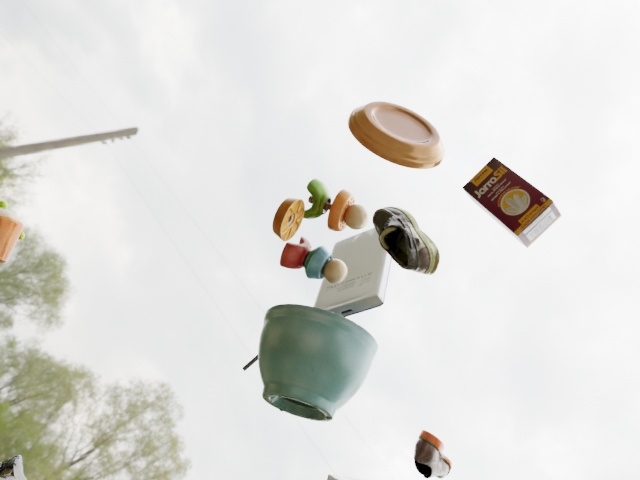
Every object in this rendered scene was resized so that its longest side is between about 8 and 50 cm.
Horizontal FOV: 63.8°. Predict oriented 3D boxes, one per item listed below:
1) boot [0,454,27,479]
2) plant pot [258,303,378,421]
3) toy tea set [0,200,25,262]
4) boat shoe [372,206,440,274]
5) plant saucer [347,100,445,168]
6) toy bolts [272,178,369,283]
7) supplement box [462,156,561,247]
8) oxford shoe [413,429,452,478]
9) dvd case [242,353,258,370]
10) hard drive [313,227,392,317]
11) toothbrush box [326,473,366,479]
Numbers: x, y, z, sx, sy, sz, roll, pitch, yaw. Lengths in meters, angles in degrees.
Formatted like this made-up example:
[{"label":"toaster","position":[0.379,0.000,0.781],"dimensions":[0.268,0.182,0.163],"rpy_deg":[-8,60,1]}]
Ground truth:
[{"label":"boot","position":[-0.767,0.567,1.234],"dimensions":[0.219,0.082,0.106],"rpy_deg":[101,-34,-55]},{"label":"plant pot","position":[-0.028,0.308,1.228],"dimensions":[0.292,0.197,0.293],"rpy_deg":[15,-30,9]},{"label":"toy tea set","position":[-0.689,-0.052,0.954],"dimensions":[0.336,0.199,0.125],"rpy_deg":[144,-44,-68]},{"label":"boat shoe","position":[0.153,-0.009,1.024],"dimensions":[0.224,0.073,0.080],"rpy_deg":[55,-48,52]},{"label":"plant saucer","position":[0.150,-0.209,0.982],"dimensions":[0.200,0.199,0.037],"rpy_deg":[44,-47,25]},{"label":"toy bolts","position":[0.000,0.000,1.194],"dimensions":[0.158,0.218,0.229],"rpy_deg":[24,-63,20]},{"label":"supplement box","position":[0.425,-0.088,1.152],"dimensions":[0.104,0.080,0.188],"rpy_deg":[-46,-132,11]},{"label":"oxford shoe","position":[0.327,0.671,1.554],"dimensions":[0.096,0.098,0.272],"rpy_deg":[18,-32,39]},{"label":"dvd case","position":[-0.186,0.391,1.882],"dimensions":[0.164,0.221,0.018],"rpy_deg":[-42,-96,12]},{"label":"hard drive","position":[0.099,0.085,1.430],"dimensions":[0.210,0.319,0.040],"rpy_deg":[-22,-62,29]},{"label":"toothbrush box","position":[0.169,0.822,1.565],"dimensions":[0.206,0.283,0.122],"rpy_deg":[1,-113,51]}]
